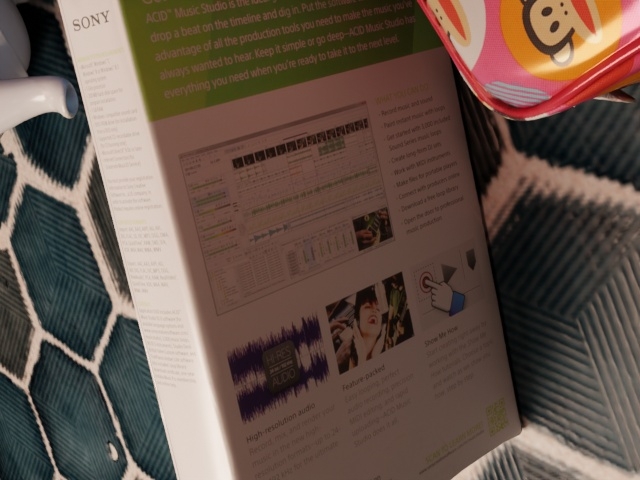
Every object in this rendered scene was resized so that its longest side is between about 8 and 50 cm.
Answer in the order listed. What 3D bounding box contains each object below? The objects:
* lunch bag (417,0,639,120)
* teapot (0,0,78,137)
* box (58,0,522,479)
[{"bbox_3d":[0.095,-0.207,0.517,0.258,0.120,0.293,-33,81,50],"label":"lunch bag"},{"bbox_3d":[-0.341,-0.182,0.976,0.256,0.187,0.252,58,169,-13],"label":"teapot"},{"bbox_3d":[0.000,0.000,0.626,0.058,0.232,0.322,0,105,45],"label":"box"}]
